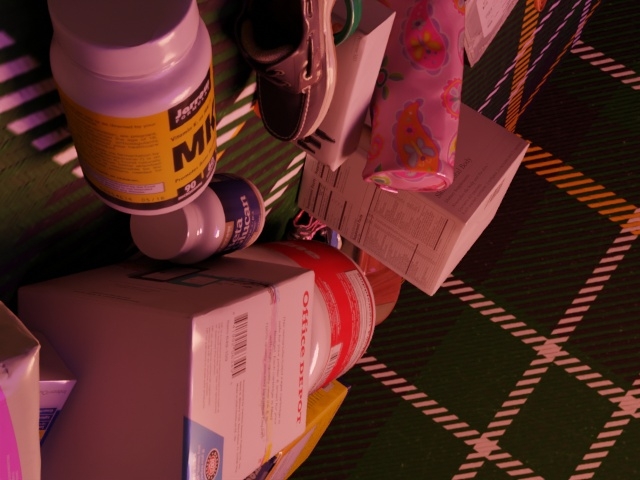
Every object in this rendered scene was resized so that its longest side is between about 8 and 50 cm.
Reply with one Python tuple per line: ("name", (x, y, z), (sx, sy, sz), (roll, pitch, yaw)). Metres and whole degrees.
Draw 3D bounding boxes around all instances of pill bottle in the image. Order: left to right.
("pill bottle", (-0.141, -0.118, 0.704), (0.119, 0.119, 0.208), (-50, 166, -24))
("pill bottle", (-0.134, -0.024, 1.004), (0.094, 0.094, 0.169), (-60, 166, 17))
("pill bottle", (-0.050, 0.114, 1.340), (0.229, 0.229, 0.407), (-58, 167, 11))

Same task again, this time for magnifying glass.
("magnifying glass", (-0.025, -0.210, 0.994), (0.026, 0.092, 0.231), (-49, 176, -37))

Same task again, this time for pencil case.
("pencil case", (0.119, -0.205, 1.175), (0.124, 0.124, 0.284), (41, 52, -77))

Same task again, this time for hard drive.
("hard drive", (0.289, -0.441, 1.561), (0.237, 0.064, 0.339), (-56, 168, 5))

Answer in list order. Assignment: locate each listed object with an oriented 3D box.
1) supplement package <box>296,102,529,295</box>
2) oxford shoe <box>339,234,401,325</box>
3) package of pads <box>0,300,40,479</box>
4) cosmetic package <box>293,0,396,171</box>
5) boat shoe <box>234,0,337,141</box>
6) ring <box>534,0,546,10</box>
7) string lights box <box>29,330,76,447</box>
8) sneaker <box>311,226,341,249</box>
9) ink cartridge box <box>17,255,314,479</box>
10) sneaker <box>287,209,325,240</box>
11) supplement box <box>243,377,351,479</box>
("supplement package", (0.134, -0.099, 1.398), (0.199, 0.262, 0.198), (-47, 164, -32))
("oxford shoe", (0.074, -0.035, 1.685), (0.140, 0.146, 0.397), (-16, 125, -41))
("package of pads", (-0.336, 0.187, 0.617), (0.296, 0.101, 0.229), (-23, 138, -39))
("cosmetic package", (0.012, -0.196, 1.100), (0.060, 0.098, 0.239), (-47, 164, -32))
("boat shoe", (-0.039, -0.206, 0.908), (0.092, 0.102, 0.285), (-40, 156, -34))
("ring", (0.371, -0.538, 1.459), (0.336, 0.032, 0.337), (13, 90, -74))
("string lights box", (-0.336, 0.202, 0.801), (0.133, 0.076, 0.260), (9, 116, -52))
("sneaker", (-0.001, -0.001, 1.613), (0.084, 0.058, 0.152), (-44, 166, -32))
("ink cartridge box", (-0.149, 0.132, 0.953), (0.270, 0.197, 0.198), (-16, 111, -66))
("sneaker", (-0.011, -0.045, 1.515), (0.119, 0.047, 0.057), (-49, 154, -31))
("supplement box", (-0.119, 0.350, 1.743), (0.194, 0.195, 0.356), (-61, 167, 20))
